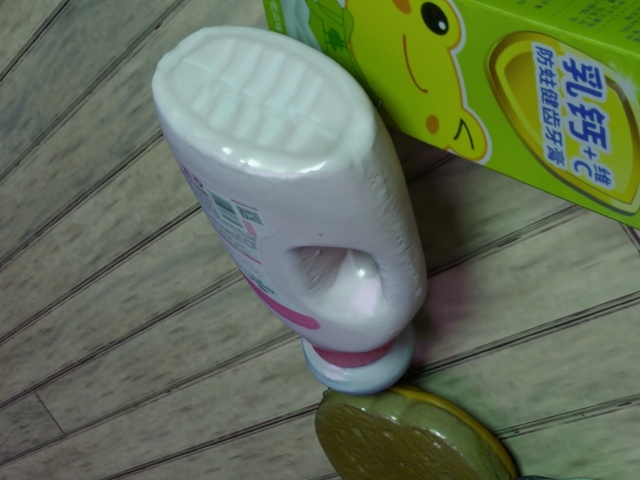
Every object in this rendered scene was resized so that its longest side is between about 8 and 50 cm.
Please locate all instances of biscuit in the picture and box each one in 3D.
[{"bbox_3d":[0.077,0.160,1.207,0.170,0.050,0.170,29,148,20],"label":"biscuit"}]

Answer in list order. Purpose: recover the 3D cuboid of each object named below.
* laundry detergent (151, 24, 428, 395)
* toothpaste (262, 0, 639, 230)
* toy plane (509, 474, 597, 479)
[{"bbox_3d":[0.000,0.000,1.019,0.159,0.088,0.335,29,162,25],"label":"laundry detergent"},{"bbox_3d":[0.099,-0.100,0.870,0.327,0.077,0.110,26,140,39],"label":"toothpaste"},{"bbox_3d":[0.100,0.237,1.105,0.244,0.245,0.117,90,157,-46],"label":"toy plane"}]
